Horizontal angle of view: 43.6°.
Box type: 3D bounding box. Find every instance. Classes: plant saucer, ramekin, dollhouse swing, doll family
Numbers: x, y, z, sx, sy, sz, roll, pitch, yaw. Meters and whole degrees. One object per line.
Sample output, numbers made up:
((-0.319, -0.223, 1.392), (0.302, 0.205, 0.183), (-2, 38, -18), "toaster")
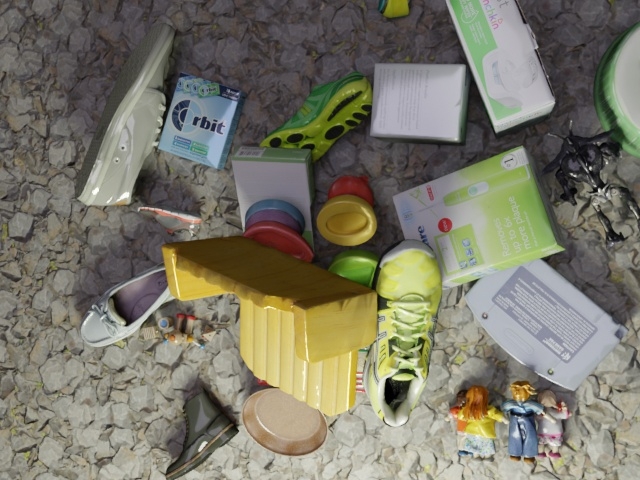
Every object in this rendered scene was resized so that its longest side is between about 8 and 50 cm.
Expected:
((-0.076, 0.393, 1.764), (0.199, 0.036, 0.198), (7, 122, 11), "plant saucer")
((0.687, -0.301, 1.527), (0.303, 0.148, 0.303), (0, 91, 14), "ramekin")
((-0.109, 0.187, 1.516), (0.347, 0.315, 0.305), (22, 107, 32), "dollhouse swing")
((0.381, 0.368, 1.636), (0.263, 0.118, 0.163), (-3, 90, 14), "doll family")

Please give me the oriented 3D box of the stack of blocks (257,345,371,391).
((0.016, 0.232, 1.742), (0.297, 0.087, 0.171), (1, 91, 14), "stack of blocks")

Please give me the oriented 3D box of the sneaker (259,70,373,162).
((-0.003, -0.260, 1.737), (0.295, 0.123, 0.109), (-30, 123, 27), "sneaker")

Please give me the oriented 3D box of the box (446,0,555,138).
((0.357, -0.352, 1.569), (0.127, 0.231, 0.262), (-21, 87, 14), "box")

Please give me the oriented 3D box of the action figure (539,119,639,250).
((0.538, -0.119, 1.578), (0.164, 0.141, 0.275), (-33, 99, 15), "action figure")

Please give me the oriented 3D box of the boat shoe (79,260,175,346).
((-0.438, 0.143, 1.847), (0.320, 0.103, 0.118), (-30, 84, 13), "boat shoe")

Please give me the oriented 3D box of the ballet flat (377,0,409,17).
((0.176, -0.588, 1.698), (0.077, 0.077, 0.231), (7, 96, -7), "ballet flat")

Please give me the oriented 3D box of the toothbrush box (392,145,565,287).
((0.317, -0.037, 1.608), (0.283, 0.122, 0.206), (-20, 76, 24), "toothbrush box")

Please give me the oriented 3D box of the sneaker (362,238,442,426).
((0.169, 0.182, 1.530), (0.145, 0.147, 0.384), (-1, 115, -8), "sneaker")

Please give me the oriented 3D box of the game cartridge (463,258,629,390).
((0.452, 0.159, 1.648), (0.294, 0.060, 0.196), (42, 97, 10), "game cartridge")

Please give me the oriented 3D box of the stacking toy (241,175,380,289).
((0.000, 0.000, 1.720), (0.309, 0.130, 0.279), (-13, 131, 18), "stacking toy")

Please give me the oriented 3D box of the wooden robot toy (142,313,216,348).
((-0.333, 0.209, 1.835), (0.173, 0.079, 0.076), (6, 93, 14), "wooden robot toy")

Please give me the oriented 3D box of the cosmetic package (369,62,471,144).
((0.209, -0.278, 1.648), (0.184, 0.151, 0.151), (6, 93, 15), "cosmetic package")

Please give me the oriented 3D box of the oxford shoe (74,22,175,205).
((-0.422, -0.278, 1.830), (0.130, 0.169, 0.449), (22, 89, -28), "oxford shoe")

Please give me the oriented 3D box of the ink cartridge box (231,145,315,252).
((-0.096, -0.090, 1.767), (0.171, 0.056, 0.235), (3, 124, 15), "ink cartridge box")

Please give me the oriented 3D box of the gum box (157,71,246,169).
((-0.271, -0.273, 1.827), (0.157, 0.041, 0.184), (20, 95, 13), "gum box")

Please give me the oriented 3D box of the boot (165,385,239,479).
((-0.302, 0.446, 1.843), (0.198, 0.077, 0.137), (-38, 77, -1), "boot")

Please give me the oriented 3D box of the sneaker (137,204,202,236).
((-0.353, -0.042, 1.846), (0.158, 0.061, 0.065), (13, 101, 14), "sneaker")
